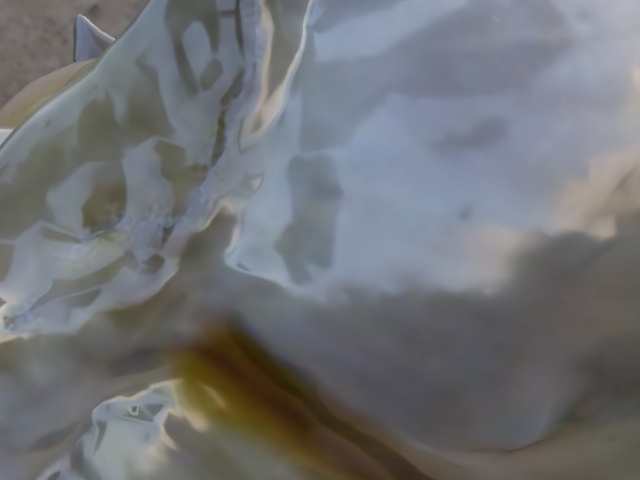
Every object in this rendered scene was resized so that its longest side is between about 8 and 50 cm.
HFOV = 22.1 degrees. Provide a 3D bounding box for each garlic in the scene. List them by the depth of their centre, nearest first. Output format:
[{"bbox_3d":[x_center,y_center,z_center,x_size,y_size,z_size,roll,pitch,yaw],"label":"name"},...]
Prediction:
[{"bbox_3d":[0.000,0.000,0.459,0.249,0.313,0.286,29,97,3],"label":"garlic"}]
